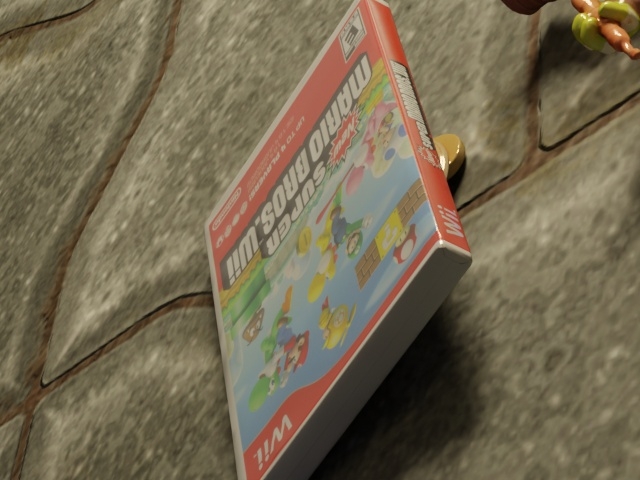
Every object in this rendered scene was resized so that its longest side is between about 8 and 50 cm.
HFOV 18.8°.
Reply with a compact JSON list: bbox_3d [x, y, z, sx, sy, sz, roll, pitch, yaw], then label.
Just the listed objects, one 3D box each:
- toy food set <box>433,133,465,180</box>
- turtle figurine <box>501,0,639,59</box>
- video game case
[{"bbox_3d":[0.048,-0.025,1.137,0.082,0.020,0.083,-22,42,46],"label":"toy food set"},{"bbox_3d":[0.184,-0.202,1.048,0.217,0.087,0.269,-8,61,64],"label":"turtle figurine"},{"bbox_3d":[0.000,0.000,1.142,0.204,0.025,0.285,-55,26,25],"label":"video game case"}]
